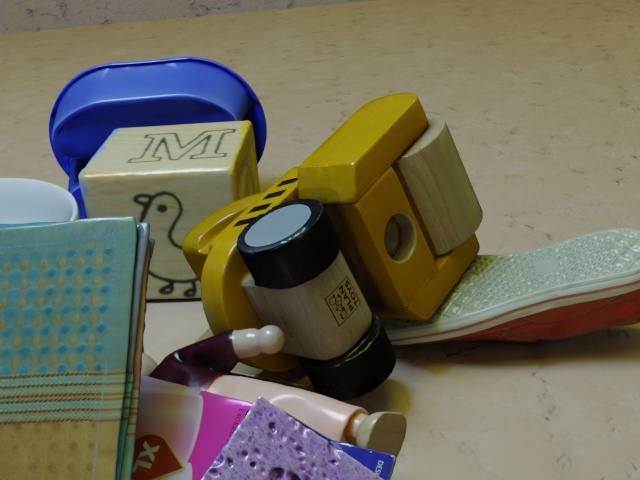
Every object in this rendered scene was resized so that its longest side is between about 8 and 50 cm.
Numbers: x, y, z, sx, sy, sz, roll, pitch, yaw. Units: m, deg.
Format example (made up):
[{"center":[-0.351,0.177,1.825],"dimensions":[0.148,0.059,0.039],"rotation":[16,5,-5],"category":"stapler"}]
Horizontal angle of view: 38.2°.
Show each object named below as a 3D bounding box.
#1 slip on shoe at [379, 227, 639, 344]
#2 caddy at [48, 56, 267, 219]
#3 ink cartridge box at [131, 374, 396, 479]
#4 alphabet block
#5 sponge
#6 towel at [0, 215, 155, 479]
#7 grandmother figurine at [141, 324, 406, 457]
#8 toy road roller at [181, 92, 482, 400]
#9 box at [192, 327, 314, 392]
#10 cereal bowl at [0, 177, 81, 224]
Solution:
[{"center":[0.218,0.074,1.047],"dimensions":[0.331,0.101,0.123],"rotation":[-13,35,14],"category":"slip on shoe"},{"center":[-0.253,-0.153,1.430],"dimensions":[0.341,0.241,0.179],"rotation":[-5,30,-1],"category":"caddy"},{"center":[-0.138,0.208,0.763],"dimensions":[0.370,0.069,0.176],"rotation":[10,64,24],"category":"ink cartridge box"},{"center":[-0.189,-0.043,1.247],"dimensions":[0.197,0.192,0.193],"rotation":[-3,27,6],"category":"alphabet block"},{"center":[-0.057,0.231,0.668],"dimensions":[0.117,0.031,0.210],"rotation":[34,65,4],"category":"sponge"},{"center":[-0.273,0.164,0.713],"dimensions":[0.271,0.370,0.040],"rotation":[-1,-16,8],"category":"towel"},{"center":[-0.104,0.171,0.868],"dimensions":[0.342,0.104,0.208],"rotation":[15,53,31],"category":"grandmother figurine"},{"center":[0.000,0.000,1.023],"dimensions":[0.240,0.202,0.329],"rotation":[3,39,46],"category":"toy road roller"},{"center":[-0.051,0.111,1.091],"dimensions":[0.164,0.021,0.201],"rotation":[7,28,23],"category":"box"},{"center":[-0.459,0.047,1.157],"dimensions":[0.338,0.141,0.339],"rotation":[-4,25,2],"category":"cereal bowl"}]
